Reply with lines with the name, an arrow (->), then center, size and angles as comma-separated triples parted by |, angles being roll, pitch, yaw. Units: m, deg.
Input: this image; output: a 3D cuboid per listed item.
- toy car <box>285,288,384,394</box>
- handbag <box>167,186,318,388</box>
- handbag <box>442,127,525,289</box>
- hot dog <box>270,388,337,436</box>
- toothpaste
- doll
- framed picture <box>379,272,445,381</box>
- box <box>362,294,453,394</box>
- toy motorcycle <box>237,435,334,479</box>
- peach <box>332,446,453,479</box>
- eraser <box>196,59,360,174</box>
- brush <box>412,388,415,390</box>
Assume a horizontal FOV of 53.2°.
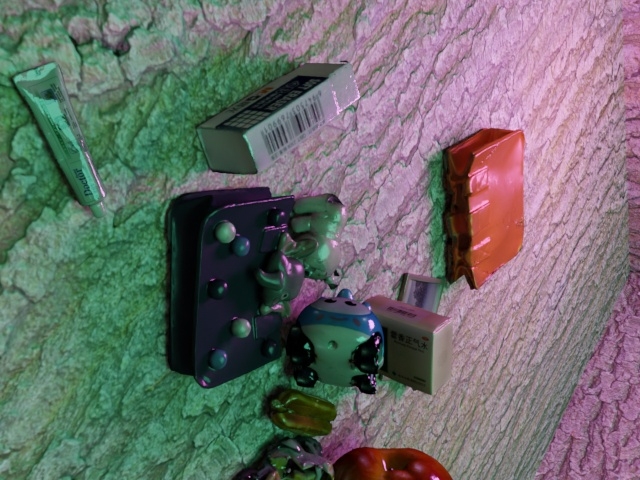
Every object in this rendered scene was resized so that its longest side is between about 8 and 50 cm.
toy car -> 0.039, 0.197, 1.307 | 0.255, 0.189, 0.190 | 80, 18, -58
handbag -> -0.132, 0.075, 1.125 | 0.269, 0.118, 0.325 | -13, 113, -49
handbag -> 0.461, -0.096, 1.808 | 0.304, 0.116, 0.409 | -29, 122, -39
hot dog -> -0.039, 0.369, 1.371 | 0.236, 0.062, 0.092 | 41, 69, -52
toothpaste -> -0.339, -0.127, 0.863 | 0.064, 0.041, 0.218 | -35, 123, -33
doll -> 0.000, 0.000, 1.277 | 0.149, 0.095, 0.191 | 13, 88, -55
framed picture -> 0.250, 0.236, 1.724 | 0.213, 0.016, 0.289 | 13, 92, -52
box -> 0.197, 0.239, 1.500 | 0.095, 0.212, 0.168 | -23, 119, -45
toy motorcycle -> -0.059, 0.484, 1.328 | 0.229, 0.130, 0.094 | -16, 133, -48
peach -> 0.141, 0.648, 1.476 | 0.335, 0.310, 0.405 | -6, 121, -38
eraser -> -0.065, -0.216, 1.100 | 0.287, 0.130, 0.086 | -41, 127, -35
brush -> 0.235, 0.301, 1.680 | 0.054, 0.048, 0.282 | -47, 141, -28
